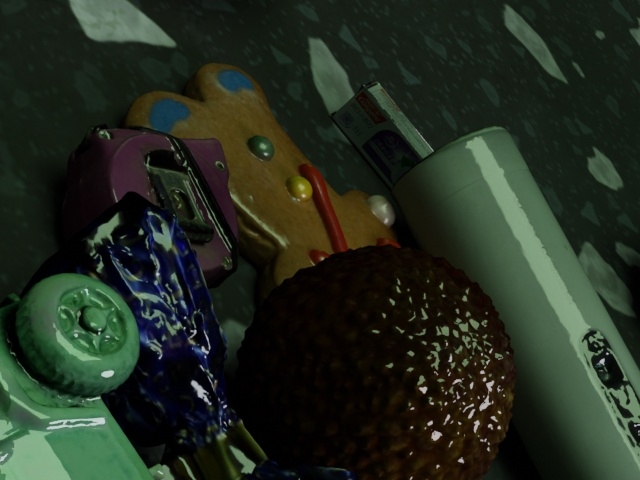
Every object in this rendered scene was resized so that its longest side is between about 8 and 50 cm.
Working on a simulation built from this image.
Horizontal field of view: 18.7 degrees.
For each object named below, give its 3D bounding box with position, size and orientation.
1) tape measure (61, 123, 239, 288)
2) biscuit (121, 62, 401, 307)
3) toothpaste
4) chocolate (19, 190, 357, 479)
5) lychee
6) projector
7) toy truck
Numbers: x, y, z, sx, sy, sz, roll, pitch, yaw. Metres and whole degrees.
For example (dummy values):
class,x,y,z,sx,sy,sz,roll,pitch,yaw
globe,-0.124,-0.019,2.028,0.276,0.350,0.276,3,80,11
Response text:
class,x,y,z,sx,sy,sz,roll,pitch,yaw
tape measure,-0.111,-0.020,1.278,0.118,0.074,0.125,5,57,-44
biscuit,0.002,-0.001,1.438,0.324,0.049,0.205,51,30,-1
toothpaste,0.090,-0.044,1.593,0.196,0.047,0.040,51,34,3
chocolate,-0.048,0.141,1.142,0.343,0.148,0.126,52,-12,8
lychee,0.039,0.090,1.262,0.194,0.194,0.194,32,34,-26
projector,0.173,0.081,1.478,0.108,0.108,0.337,-8,67,-55
toy truck,-0.136,0.157,0.984,0.156,0.155,0.279,-25,76,-50
